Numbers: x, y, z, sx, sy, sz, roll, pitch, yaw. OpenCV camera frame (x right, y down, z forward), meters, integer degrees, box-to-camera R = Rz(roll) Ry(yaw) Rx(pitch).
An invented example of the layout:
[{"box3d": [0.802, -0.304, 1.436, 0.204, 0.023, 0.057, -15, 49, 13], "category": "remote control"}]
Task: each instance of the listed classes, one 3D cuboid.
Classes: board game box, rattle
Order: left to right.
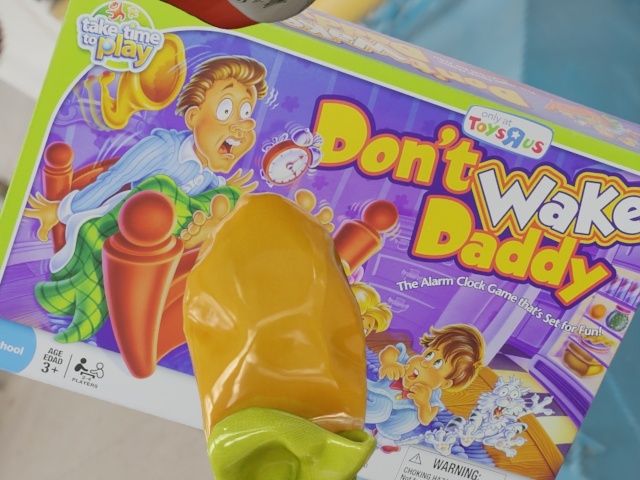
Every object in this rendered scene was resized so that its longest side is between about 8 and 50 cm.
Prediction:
[{"box3d": [-0.017, 0.062, 0.421, 0.130, 0.200, 0.142, 8, 94, 22], "category": "rattle"}, {"box3d": [0.000, 0.000, 0.889, 0.078, 0.347, 0.233, -100, 30, -68], "category": "board game box"}]

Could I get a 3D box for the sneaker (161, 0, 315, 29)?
[{"box3d": [0.013, -0.125, 0.508, 0.145, 0.090, 0.270, -11, 5, 18], "category": "sneaker"}]
